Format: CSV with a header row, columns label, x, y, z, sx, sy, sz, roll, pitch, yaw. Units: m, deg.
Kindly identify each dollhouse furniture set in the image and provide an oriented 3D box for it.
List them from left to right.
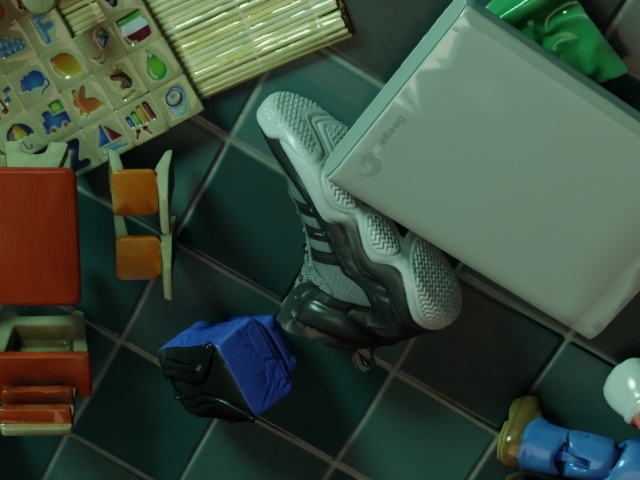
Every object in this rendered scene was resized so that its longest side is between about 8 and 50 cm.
label,x,y,z,sx,sy,sz,roll,pitch,yaw
dollhouse furniture set,-0.267,0.042,1.700,0.262,0.135,0.259,-1,123,-3

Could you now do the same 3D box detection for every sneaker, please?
label,x,y,z,sx,sy,sz,roll,pitch,yaw
sneaker,0.000,0.000,1.679,0.153,0.101,0.269,-39,89,31

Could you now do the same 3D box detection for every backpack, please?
label,x,y,z,sx,sy,sz,roll,pitch,yaw
backpack,-0.089,0.123,1.747,0.120,0.101,0.098,-11,107,49

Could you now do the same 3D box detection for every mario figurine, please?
label,x,y,z,sx,sy,sz,roll,pitch,yaw
mario figurine,0.336,0.233,1.712,0.320,0.170,0.198,10,149,19

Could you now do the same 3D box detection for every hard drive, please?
label,x,y,z,sx,sy,sz,roll,pitch,yaw
hard drive,0.187,-0.059,1.606,0.307,0.040,0.203,31,114,-20

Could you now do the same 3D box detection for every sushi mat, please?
label,x,y,z,sx,sy,sz,roll,pitch,yaw
sushi mat,-0.135,-0.200,1.676,0.316,0.019,0.151,-22,104,18

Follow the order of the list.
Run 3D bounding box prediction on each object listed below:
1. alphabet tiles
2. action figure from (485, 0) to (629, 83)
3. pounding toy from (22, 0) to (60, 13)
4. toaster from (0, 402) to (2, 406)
label,x,y,z,sx,sy,sz,roll,pitch,yaw
alphabet tiles,-0.256,-0.158,1.702,0.237,0.009,0.198,-26,102,20
action figure,0.141,-0.144,1.616,0.232,0.063,0.137,-34,103,17
pounding toy,-0.302,-0.295,1.631,0.181,0.094,0.206,-37,100,22
toaster,-0.426,0.193,1.793,0.168,0.186,0.110,25,103,1
